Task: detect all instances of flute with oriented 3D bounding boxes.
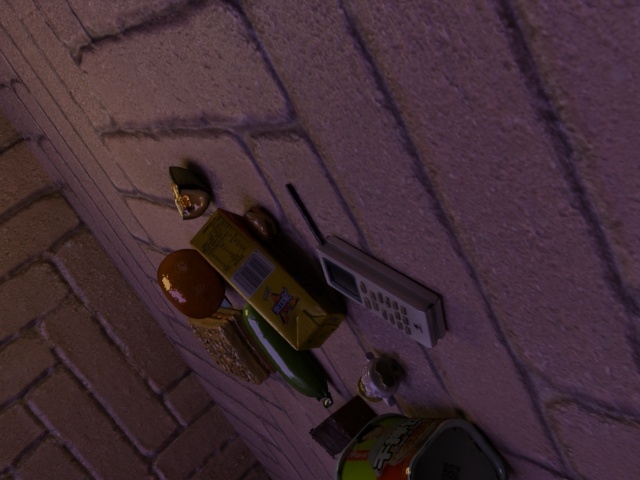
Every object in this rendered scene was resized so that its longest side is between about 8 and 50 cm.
[{"bbox_3d":[0.000,0.000,1.400,0.014,0.014,0.270,8,133,59],"label":"flute"}]

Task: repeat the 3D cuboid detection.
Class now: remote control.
[{"bbox_3d":[0.105,0.091,1.290,0.277,0.055,0.103,30,150,40],"label":"remote control"}]

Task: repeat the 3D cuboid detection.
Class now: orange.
[{"bbox_3d":[-0.383,0.128,2.117,0.224,0.170,0.224,50,179,1],"label":"orange"}]

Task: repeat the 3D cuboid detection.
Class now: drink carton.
[{"bbox_3d":[-0.114,0.086,1.560,0.351,0.111,0.154,42,-173,18],"label":"drink carton"}]

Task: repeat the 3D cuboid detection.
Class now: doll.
[{"bbox_3d":[0.128,0.313,1.567,0.129,0.081,0.207,64,164,16],"label":"doll"}]

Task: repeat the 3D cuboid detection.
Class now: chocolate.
[{"bbox_3d":[0.062,0.525,1.987,0.112,0.112,0.321,44,156,9],"label":"chocolate"}]

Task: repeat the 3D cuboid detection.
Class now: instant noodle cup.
[{"bbox_3d":[0.218,0.506,1.497,0.294,0.294,0.308,50,151,0],"label":"instant noodle cup"}]

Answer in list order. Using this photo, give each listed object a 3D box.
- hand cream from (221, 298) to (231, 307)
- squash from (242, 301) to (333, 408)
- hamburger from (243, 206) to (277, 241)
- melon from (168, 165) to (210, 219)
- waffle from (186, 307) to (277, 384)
[{"bbox_3d":[-0.389,0.191,2.383,0.091,0.058,0.271,54,152,-18],"label":"hand cream"},{"bbox_3d":[-0.092,0.319,1.967,0.379,0.101,0.101,51,158,-6],"label":"squash"},{"bbox_3d":[-0.131,-0.036,1.548,0.083,0.044,0.076,37,153,26],"label":"hamburger"},{"bbox_3d":[-0.328,-0.133,1.737,0.128,0.079,0.160,61,164,23],"label":"melon"},{"bbox_3d":[-0.305,0.342,2.387,0.261,0.114,0.376,58,156,-13],"label":"waffle"}]
